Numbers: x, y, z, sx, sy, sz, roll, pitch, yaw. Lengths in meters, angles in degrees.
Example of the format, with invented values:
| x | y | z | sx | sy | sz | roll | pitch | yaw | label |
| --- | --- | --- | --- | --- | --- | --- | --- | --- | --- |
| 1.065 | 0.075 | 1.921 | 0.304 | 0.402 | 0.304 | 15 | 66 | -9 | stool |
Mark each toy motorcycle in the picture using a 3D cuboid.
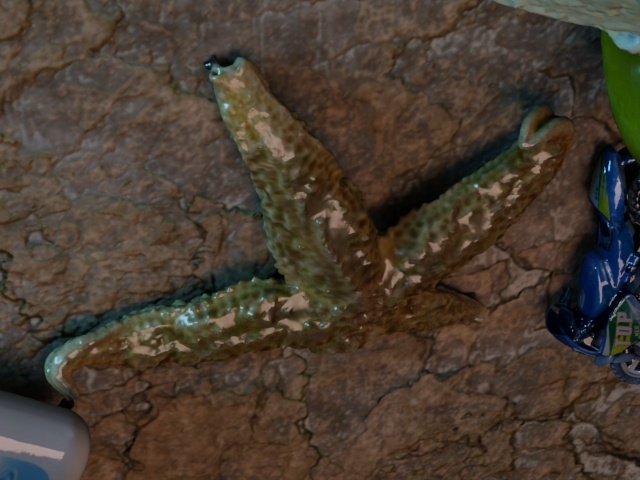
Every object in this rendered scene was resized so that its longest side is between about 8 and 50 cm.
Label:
| x | y | z | sx | sy | sz | roll | pitch | yaw | label |
| --- | --- | --- | --- | --- | --- | --- | --- | --- | --- |
| 0.281 | 0.029 | 1.414 | 0.135 | 0.092 | 0.254 | -2 | 119 | -11 | toy motorcycle |

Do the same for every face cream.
| x | y | z | sx | sy | sz | roll | pitch | yaw | label |
| --- | --- | --- | --- | --- | --- | --- | --- | --- | --- |
| -0.362 | 0.153 | 1.219 | 0.336 | 0.080 | 0.163 | 20 | 132 | -28 | face cream |

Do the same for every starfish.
| x | y | z | sx | sy | sz | roll | pitch | yaw | label |
| --- | --- | --- | --- | --- | --- | --- | --- | --- | --- |
| 0.000 | 0.000 | 1.274 | 0.432 | 0.082 | 0.324 | 0 | 130 | -21 | starfish |

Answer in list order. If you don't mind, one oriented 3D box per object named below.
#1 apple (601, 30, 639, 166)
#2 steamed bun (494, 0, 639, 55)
| x | y | z | sx | sy | sz | roll | pitch | yaw | label |
| --- | --- | --- | --- | --- | --- | --- | --- | --- | --- |
| 0.375 | -0.157 | 1.139 | 0.339 | 0.339 | 0.340 | -12 | 131 | -15 | apple |
| 0.199 | -0.282 | 0.959 | 0.312 | 0.333 | 0.233 | -64 | 161 | 0 | steamed bun |
